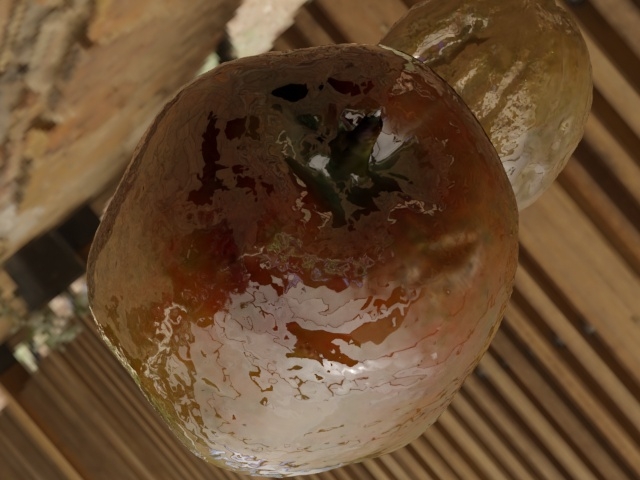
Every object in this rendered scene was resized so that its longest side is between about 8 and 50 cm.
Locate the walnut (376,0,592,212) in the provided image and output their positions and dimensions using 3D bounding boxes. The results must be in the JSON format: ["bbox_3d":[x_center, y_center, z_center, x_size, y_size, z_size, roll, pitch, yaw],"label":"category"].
[{"bbox_3d":[0.159,-0.110,1.172,0.204,0.141,0.238,-23,137,-3],"label":"walnut"}]

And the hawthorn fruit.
[{"bbox_3d":[0.000,0.000,0.843,0.268,0.268,0.301,-40,171,-37],"label":"hawthorn fruit"}]
